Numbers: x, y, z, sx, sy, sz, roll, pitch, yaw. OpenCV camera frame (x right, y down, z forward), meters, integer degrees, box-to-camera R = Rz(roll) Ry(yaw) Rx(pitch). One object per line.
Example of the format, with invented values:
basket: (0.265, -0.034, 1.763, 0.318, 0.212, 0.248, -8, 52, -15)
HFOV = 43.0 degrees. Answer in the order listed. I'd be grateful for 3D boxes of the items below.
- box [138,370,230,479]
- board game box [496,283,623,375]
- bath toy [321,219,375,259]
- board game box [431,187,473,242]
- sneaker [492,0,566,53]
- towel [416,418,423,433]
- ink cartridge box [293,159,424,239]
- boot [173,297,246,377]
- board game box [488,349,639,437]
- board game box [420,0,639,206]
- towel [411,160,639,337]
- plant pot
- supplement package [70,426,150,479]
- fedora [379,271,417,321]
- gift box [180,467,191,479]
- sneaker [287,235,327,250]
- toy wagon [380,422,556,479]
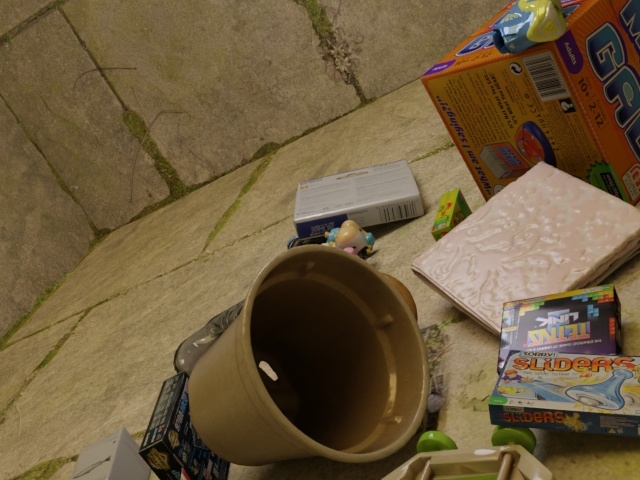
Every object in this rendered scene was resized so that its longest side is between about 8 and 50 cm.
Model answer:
box: (-0.226, 0.356, 1.413, 0.051, 0.175, 0.220, -28, 19, 11)
board game box: (0.350, 0.140, 1.189, 0.170, 0.048, 0.141, -14, 34, 27)
bath toy: (0.049, 0.069, 1.818, 0.348, 0.129, 0.151, -71, -2, -65)
board game box: (0.286, -0.029, 1.726, 0.043, 0.092, 0.181, -21, 21, 26)
sneaker: (0.361, -0.403, 1.443, 0.126, 0.091, 0.240, -25, 22, 24)
towel: (0.115, 0.262, 1.358, 0.102, 0.021, 0.237, -27, 19, 12)
ink cartridge box: (0.095, -0.112, 2.157, 0.324, 0.071, 0.330, -12, 19, 5)
boot: (-0.233, 0.213, 1.882, 0.161, 0.083, 0.246, -37, 10, 37)
board game box: (0.332, 0.194, 1.050, 0.201, 0.035, 0.136, -1, 23, 26)
board game box: (0.503, -0.300, 1.658, 0.356, 0.356, 0.356, -42, 21, -27)
towel: (0.365, 0.014, 1.430, 0.332, 0.053, 0.317, -37, 34, -7)
plant pot: (-0.049, 0.220, 1.299, 0.305, 0.334, 0.334, -38, 9, 46)
supplement package: (-0.399, 0.458, 1.533, 0.105, 0.105, 0.179, -29, 19, 5)
fedora: (0.097, 0.150, 1.527, 0.194, 0.194, 0.079, -25, -17, 19)
gift box: (-0.156, 0.449, 0.941, 0.258, 0.255, 0.276, -34, 24, -1)
sneaker: (0.000, 0.000, 2.176, 0.188, 0.067, 0.078, -27, 40, 9)
toy wagon: (0.129, 0.354, 1.026, 0.344, 0.068, 0.267, -18, 22, 37)
